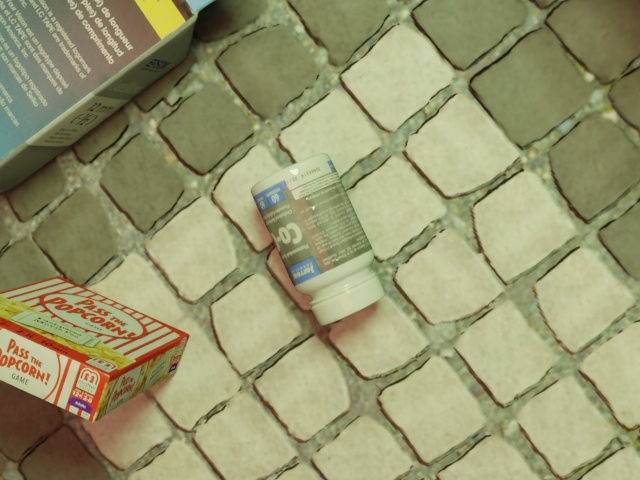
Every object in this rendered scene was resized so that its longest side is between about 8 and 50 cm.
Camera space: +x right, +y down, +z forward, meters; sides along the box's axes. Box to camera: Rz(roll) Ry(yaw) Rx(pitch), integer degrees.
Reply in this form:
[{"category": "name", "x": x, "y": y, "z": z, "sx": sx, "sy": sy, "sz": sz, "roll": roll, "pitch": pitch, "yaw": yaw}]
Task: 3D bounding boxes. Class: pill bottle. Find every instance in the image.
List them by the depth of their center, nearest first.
[{"category": "pill bottle", "x": 0.000, "y": 0.000, "z": 0.962, "sx": 0.078, "sy": 0.078, "sz": 0.137, "roll": -25, "pitch": 89, "yaw": 14}]

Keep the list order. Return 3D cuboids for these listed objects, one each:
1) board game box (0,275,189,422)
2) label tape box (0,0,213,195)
[{"category": "board game box", "x": -0.217, "y": 0.090, "z": 0.959, "sx": 0.146, "sy": 0.193, "sz": 0.045, "roll": 22, "pitch": 99, "yaw": 9}, {"category": "label tape box", "x": -0.245, "y": -0.233, "z": 0.978, "sx": 0.347, "sy": 0.115, "sz": 0.249, "roll": -34, "pitch": 88, "yaw": 9}]
